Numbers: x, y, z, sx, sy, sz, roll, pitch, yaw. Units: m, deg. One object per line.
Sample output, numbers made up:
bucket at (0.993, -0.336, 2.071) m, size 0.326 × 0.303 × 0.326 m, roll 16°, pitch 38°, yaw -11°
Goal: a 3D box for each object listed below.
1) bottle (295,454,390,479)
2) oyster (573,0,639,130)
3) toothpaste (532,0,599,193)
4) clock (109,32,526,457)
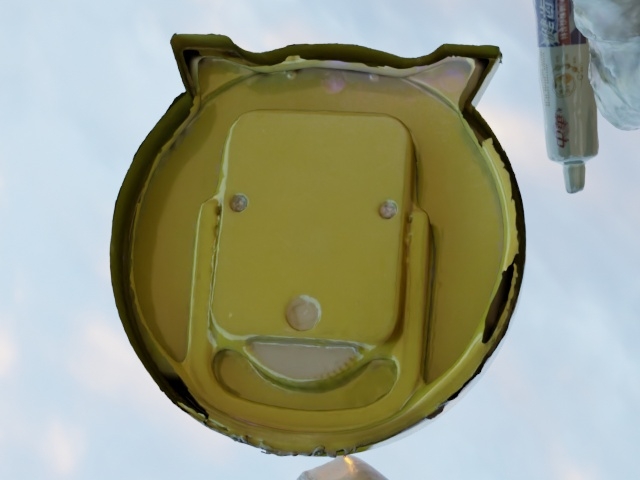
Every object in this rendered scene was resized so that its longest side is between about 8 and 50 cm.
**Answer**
bottle at (0.063, 0.237, 0.896) m, size 0.083 × 0.083 × 0.270 m, roll 17°, pitch -162°, yaw -34°
oyster at (0.126, -0.149, 0.350) m, size 0.268 × 0.198 × 0.112 m, roll 57°, pitch -173°, yaw -53°
toothpaste at (0.176, -0.149, 1.018) m, size 0.038 × 0.060 × 0.234 m, roll -18°, pitch -74°, yaw -48°
clock at (0.000, 0.003, 0.954) m, size 0.277 × 0.071 × 0.294 m, roll 9°, pitch -104°, yaw 11°
